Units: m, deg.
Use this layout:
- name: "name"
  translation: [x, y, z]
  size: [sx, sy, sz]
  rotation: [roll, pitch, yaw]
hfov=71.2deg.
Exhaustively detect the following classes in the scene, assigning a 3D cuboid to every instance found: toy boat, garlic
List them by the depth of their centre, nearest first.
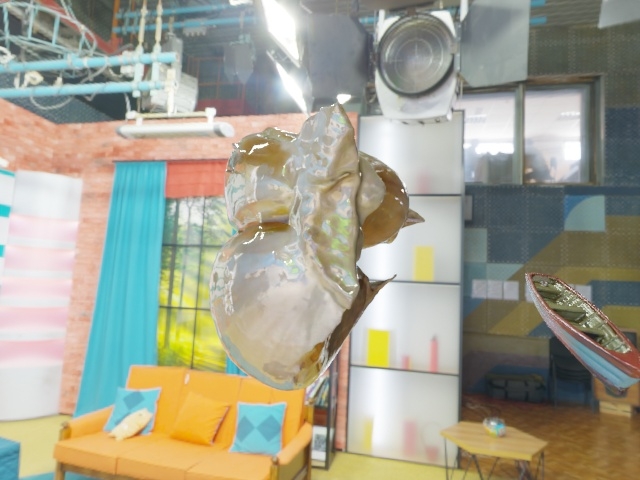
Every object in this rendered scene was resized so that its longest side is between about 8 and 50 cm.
- name: "garlic"
  translation: [0.000, 0.000, 0.501]
  size: [0.250, 0.286, 0.313]
  rotation: [-20, -5, 9]
- name: "toy boat"
  translation: [0.564, 0.184, 0.978]
  size: [0.136, 0.079, 0.392]
  rotation: [7, 24, -3]

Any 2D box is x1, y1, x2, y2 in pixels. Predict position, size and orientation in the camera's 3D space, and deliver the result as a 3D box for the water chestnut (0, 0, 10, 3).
- name: "water chestnut"
  translation: [-0.225, -0.296, 0.195]
  size: [0.351, 0.302, 0.350]
  rotation: [15, -27, 8]
